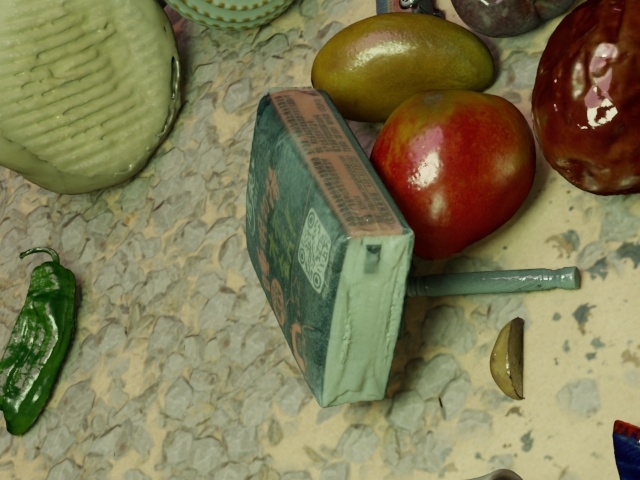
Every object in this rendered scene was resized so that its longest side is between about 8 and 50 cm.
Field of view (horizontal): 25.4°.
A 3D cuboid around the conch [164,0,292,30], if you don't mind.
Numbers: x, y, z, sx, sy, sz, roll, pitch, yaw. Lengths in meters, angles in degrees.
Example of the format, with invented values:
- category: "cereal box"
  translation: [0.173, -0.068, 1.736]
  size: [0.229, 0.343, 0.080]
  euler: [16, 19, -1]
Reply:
- category: "conch"
  translation: [-0.153, -0.445, 1.960]
  size: [0.319, 0.215, 0.303]
  euler: [19, 109, 49]

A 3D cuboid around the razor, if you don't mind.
- category: "razor"
  translation: [0.172, 0.050, 1.570]
  size: [0.232, 0.068, 0.106]
  euler: [-3, 63, 27]

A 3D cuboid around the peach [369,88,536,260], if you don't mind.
- category: "peach"
  translation: [0.144, -0.074, 1.584]
  size: [0.190, 0.190, 0.192]
  euler: [19, 99, 42]

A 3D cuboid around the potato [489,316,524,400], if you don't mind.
- category: "potato"
  translation: [0.194, 0.124, 1.515]
  size: [0.036, 0.037, 0.093]
  euler: [-16, 56, 34]

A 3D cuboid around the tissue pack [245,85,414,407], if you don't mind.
- category: "tissue pack"
  translation: [0.000, 0.000, 1.574]
  size: [0.315, 0.103, 0.228]
  euler: [-118, 31, -52]

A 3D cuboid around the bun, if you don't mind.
- category: "bun"
  translation: [-0.366, -0.239, 1.949]
  size: [0.211, 0.360, 0.359]
  euler: [9, 69, 47]

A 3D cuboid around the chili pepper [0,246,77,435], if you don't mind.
- category: "chili pepper"
  translation: [-0.378, 0.131, 1.898]
  size: [0.100, 0.074, 0.257]
  euler: [-1, 64, 35]

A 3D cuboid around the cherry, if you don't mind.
- category: "cherry"
  translation: [0.232, -0.327, 1.694]
  size: [0.176, 0.140, 0.176]
  euler: [-23, 39, 21]

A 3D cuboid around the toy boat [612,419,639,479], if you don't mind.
- category: "toy boat"
  translation: [0.423, 0.157, 1.323]
  size: [0.318, 0.072, 0.219]
  euler: [-40, 44, -4]

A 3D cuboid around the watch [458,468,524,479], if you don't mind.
- category: "watch"
  translation: [0.165, 0.334, 1.274]
  size: [0.196, 0.231, 0.244]
  euler: [-16, 52, 25]

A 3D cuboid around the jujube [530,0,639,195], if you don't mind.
- category: "jujube"
  translation: [0.336, -0.176, 1.497]
  size: [0.197, 0.197, 0.290]
  euler: [7, 54, 39]

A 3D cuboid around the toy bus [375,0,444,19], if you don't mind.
- category: "toy bus"
  translation: [0.108, -0.319, 1.831]
  size: [0.077, 0.065, 0.192]
  euler: [-25, 51, 31]

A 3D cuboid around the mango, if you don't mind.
- category: "mango"
  translation: [0.098, -0.212, 1.731]
  size: [0.227, 0.136, 0.099]
  euler: [-5, 31, 18]

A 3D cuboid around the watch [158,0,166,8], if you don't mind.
- category: "watch"
  translation: [-0.285, -0.404, 2.157]
  size: [0.193, 0.068, 0.206]
  euler: [-26, 46, 29]
